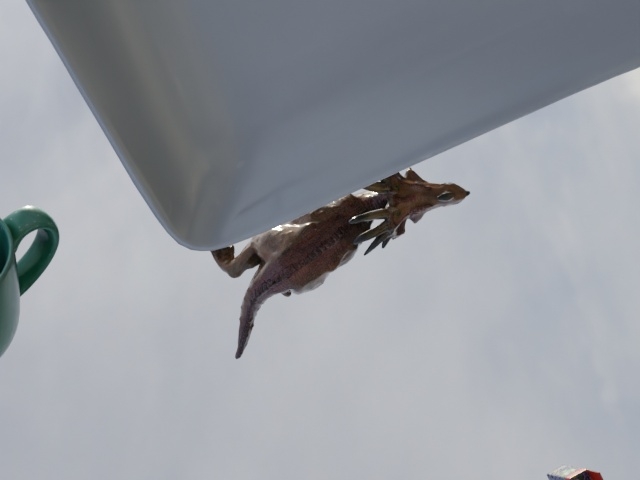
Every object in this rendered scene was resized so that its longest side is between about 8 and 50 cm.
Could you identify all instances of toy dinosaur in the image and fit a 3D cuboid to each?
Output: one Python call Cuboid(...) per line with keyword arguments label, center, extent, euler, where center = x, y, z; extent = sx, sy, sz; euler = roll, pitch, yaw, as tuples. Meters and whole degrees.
Cuboid(label="toy dinosaur", center=(0.000, 0.000, 1.315), extent=(0.296, 0.200, 0.127), euler=(-46, -66, -15))

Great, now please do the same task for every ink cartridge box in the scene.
Cuboid(label="ink cartridge box", center=(0.325, 0.315, 1.503), extent=(0.063, 0.029, 0.115), euler=(64, 168, 1))

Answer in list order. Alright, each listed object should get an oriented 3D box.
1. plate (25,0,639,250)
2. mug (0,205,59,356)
Cuboid(label="plate", center=(0.012, -0.161, 0.373), extent=(0.278, 0.277, 0.045), euler=(61, -164, -22))
Cuboid(label="mug", center=(-0.266, 0.043, 0.862), extent=(0.129, 0.157, 0.097), euler=(-100, 12, -46))
